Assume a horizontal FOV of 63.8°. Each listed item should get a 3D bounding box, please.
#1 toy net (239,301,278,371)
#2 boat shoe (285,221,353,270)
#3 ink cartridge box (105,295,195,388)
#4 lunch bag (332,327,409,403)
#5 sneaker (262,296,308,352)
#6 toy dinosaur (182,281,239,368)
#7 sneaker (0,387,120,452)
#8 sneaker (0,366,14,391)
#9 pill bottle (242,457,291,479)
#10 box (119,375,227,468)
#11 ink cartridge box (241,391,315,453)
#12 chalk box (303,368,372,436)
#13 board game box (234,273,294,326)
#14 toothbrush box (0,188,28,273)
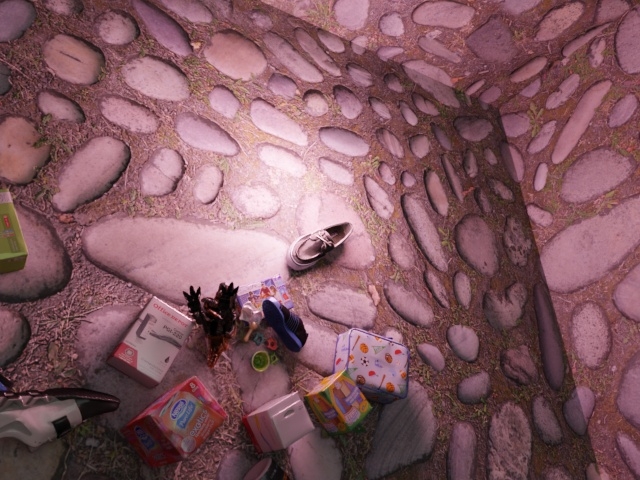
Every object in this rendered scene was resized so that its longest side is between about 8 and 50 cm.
[{"bbox_3d":[-0.201,0.316,1.724,0.122,0.045,0.232,-9,87,-35],"label":"toy net"},{"bbox_3d":[0.000,0.000,2.016,0.335,0.119,0.121,-36,89,-42],"label":"boat shoe"},{"bbox_3d":[-0.498,0.300,1.526,0.159,0.092,0.217,36,48,-15],"label":"ink cartridge box"},{"bbox_3d":[0.197,0.461,1.914,0.304,0.115,0.243,23,52,-22],"label":"lunch bag"},{"bbox_3d":[-0.120,0.277,1.793,0.232,0.082,0.090,62,37,-20],"label":"sneaker"},{"bbox_3d":[-0.309,0.246,1.602,0.165,0.218,0.322,-20,42,-13],"label":"toy dinosaur"},{"bbox_3d":[-0.686,0.455,1.309,0.331,0.123,0.146,9,82,-37],"label":"sneaker"},{"bbox_3d":[-0.844,0.342,1.280,0.152,0.058,0.084,36,56,-19],"label":"sneaker"},{"bbox_3d":[-0.115,0.774,1.515,0.245,0.130,0.130,49,49,-4],"label":"pill bottle"},{"bbox_3d":[-0.393,0.485,1.360,0.142,0.300,0.154,52,49,-1],"label":"box"},{"bbox_3d":[-0.131,0.562,1.584,0.128,0.176,0.127,-20,78,-40],"label":"ink cartridge box"},{"bbox_3d":[0.072,0.574,1.751,0.132,0.132,0.213,-31,85,-42],"label":"chalk box"},{"bbox_3d":[-0.204,0.207,1.818,0.201,0.035,0.136,-15,76,-39],"label":"board game box"},{"bbox_3d":[-0.954,-0.004,1.350,0.283,0.122,0.206,-15,76,-40],"label":"toothbrush box"}]
